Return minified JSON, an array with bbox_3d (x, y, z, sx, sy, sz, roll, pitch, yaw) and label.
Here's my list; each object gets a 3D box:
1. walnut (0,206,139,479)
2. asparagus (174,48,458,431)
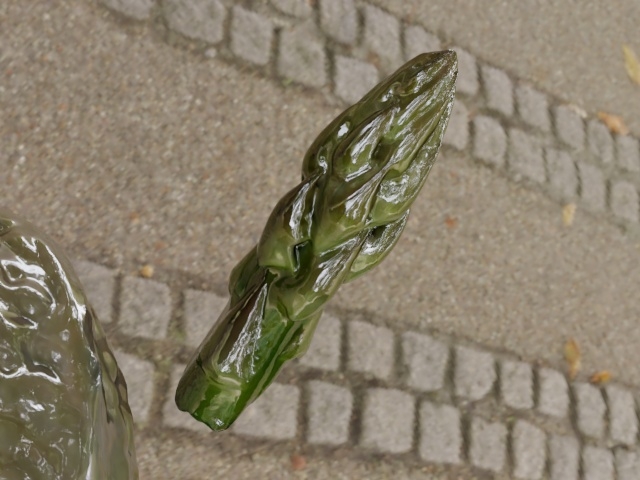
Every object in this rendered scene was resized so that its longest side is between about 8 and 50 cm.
[{"bbox_3d":[-0.165,0.081,0.468,0.178,0.178,0.230,21,51,-37],"label":"walnut"},{"bbox_3d":[0.000,0.000,0.644,0.080,0.287,0.080,24,31,-15],"label":"asparagus"}]
